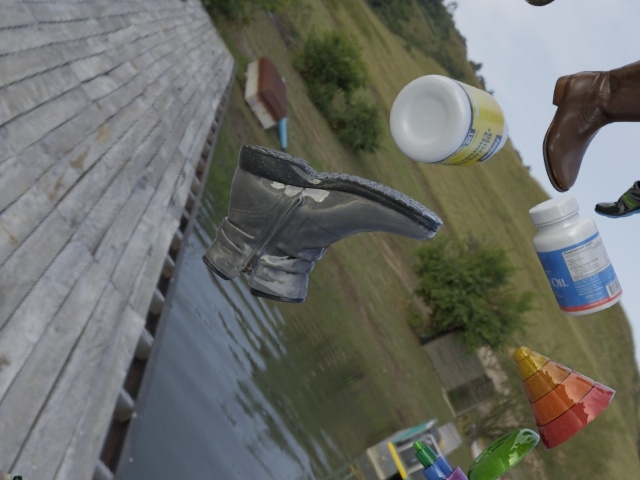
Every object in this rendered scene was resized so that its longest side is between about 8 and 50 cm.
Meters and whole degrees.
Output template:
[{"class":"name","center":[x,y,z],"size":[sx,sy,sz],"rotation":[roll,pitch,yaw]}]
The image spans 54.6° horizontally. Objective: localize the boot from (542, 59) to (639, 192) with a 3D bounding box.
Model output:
[{"class":"boot","center":[0.235,-0.091,0.491],"size":[0.114,0.037,0.106],"rotation":[8,-82,60]}]

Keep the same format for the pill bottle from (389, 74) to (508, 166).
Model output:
[{"class":"pill bottle","center":[0.173,-0.147,0.791],"size":[0.184,0.103,0.103],"rotation":[-6,65,-54]}]

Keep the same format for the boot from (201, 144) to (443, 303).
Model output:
[{"class":"boot","center":[0.000,0.000,0.969],"size":[0.339,0.222,0.118],"rotation":[19,10,11]}]

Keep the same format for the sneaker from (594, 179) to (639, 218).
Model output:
[{"class":"sneaker","center":[0.742,-0.102,1.462],"size":[0.067,0.188,0.078],"rotation":[-29,98,-44]}]

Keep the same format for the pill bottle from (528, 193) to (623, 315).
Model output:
[{"class":"pill bottle","center":[0.498,0.026,1.230],"size":[0.124,0.124,0.221],"rotation":[-59,125,-83]}]

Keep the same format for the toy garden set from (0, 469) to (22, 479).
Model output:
[{"class":"toy garden set","center":[-0.400,0.280,0.667],"size":[0.203,0.049,0.244],"rotation":[52,-10,49]}]

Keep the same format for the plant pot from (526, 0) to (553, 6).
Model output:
[{"class":"plant pot","center":[0.306,-0.478,0.999],"size":[0.167,0.165,0.166],"rotation":[-177,-90,-70]}]

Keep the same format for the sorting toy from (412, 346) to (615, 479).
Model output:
[{"class":"sorting toy","center":[0.253,0.273,0.923],"size":[0.127,0.365,0.126],"rotation":[-21,67,-46]}]
